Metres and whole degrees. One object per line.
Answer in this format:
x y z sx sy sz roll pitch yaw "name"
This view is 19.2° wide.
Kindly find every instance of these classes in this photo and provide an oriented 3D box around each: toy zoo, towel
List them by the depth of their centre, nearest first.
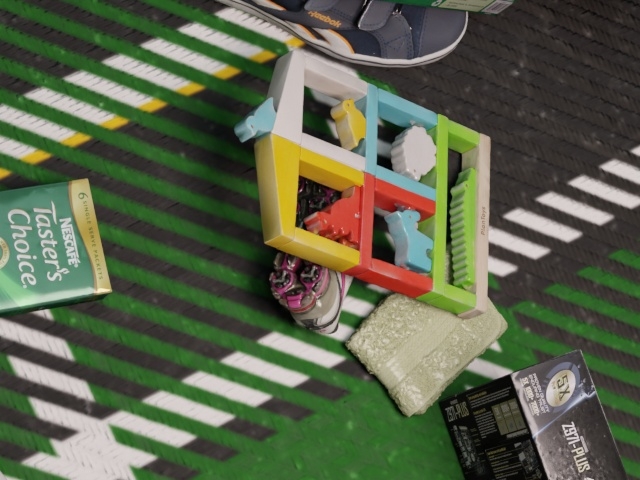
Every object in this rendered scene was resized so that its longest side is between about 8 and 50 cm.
0.041 -0.057 1.766 0.293 0.030 0.192 20 60 -33 "toy zoo"
0.103 0.087 1.819 0.148 0.027 0.110 -42 92 -23 "towel"

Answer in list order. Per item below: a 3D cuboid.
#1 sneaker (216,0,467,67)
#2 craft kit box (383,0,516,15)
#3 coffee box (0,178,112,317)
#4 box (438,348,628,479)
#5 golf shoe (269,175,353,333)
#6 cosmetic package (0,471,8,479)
0.009 -0.257 1.817 0.321 0.127 0.126 14 71 -17 "sneaker"
0.075 -0.341 1.815 0.250 0.061 0.247 -4 65 -54 "craft kit box"
-0.286 0.012 1.692 0.184 0.040 0.113 -8 80 -21 "coffee box"
0.196 0.193 1.743 0.077 0.180 0.147 -17 83 -21 "box"
0.000 0.000 1.792 0.086 0.067 0.186 50 43 -48 "golf shoe"
-0.270 0.274 1.595 0.085 0.117 0.231 -41 92 -24 "cosmetic package"
